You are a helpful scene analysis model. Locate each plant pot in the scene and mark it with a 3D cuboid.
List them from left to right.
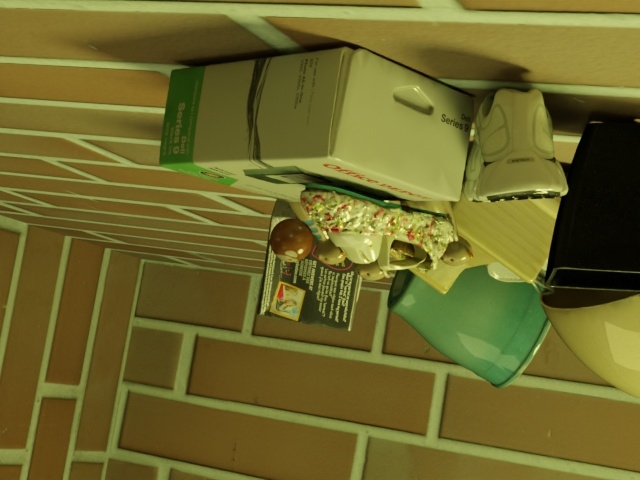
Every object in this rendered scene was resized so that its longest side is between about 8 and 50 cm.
[{"bbox_3d":[0.274,0.097,2.388,0.255,0.272,0.271,26,171,-7],"label":"plant pot"},{"bbox_3d":[0.347,-0.035,1.413,0.187,0.167,0.188,2,173,7],"label":"plant pot"},{"bbox_3d":[0.495,0.125,1.939,0.284,0.191,0.284,-22,-169,4],"label":"plant pot"}]

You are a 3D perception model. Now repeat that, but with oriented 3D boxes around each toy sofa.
[{"bbox_3d":[0.216,-0.043,1.802,0.150,0.177,0.362,36,169,-9],"label":"toy sofa"}]

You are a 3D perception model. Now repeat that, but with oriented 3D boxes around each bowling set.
[{"bbox_3d":[0.031,-0.012,1.636,0.287,0.200,0.154,28,152,58],"label":"bowling set"}]

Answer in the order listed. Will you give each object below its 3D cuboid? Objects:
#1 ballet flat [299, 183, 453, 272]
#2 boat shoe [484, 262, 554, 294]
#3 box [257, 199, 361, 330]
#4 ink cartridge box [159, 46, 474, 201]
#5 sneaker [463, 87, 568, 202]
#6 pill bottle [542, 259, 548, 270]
[{"bbox_3d":[0.067,-0.008,1.430,0.091,0.077,0.241,3,175,43],"label":"ballet flat"},{"bbox_3d":[0.374,0.020,1.892,0.320,0.103,0.118,-8,139,35],"label":"boat shoe"},{"bbox_3d":[0.000,0.000,1.886,0.142,0.163,0.247,9,-158,0],"label":"box"},{"bbox_3d":[-0.008,-0.120,1.429,0.211,0.121,0.289,15,171,-42],"label":"ink cartridge box"},{"bbox_3d":[0.208,-0.099,1.382,0.110,0.118,0.292,-5,180,1],"label":"sneaker"},{"bbox_3d":[0.374,-0.011,1.747,0.112,0.112,0.186,14,163,-32],"label":"pill bottle"}]
